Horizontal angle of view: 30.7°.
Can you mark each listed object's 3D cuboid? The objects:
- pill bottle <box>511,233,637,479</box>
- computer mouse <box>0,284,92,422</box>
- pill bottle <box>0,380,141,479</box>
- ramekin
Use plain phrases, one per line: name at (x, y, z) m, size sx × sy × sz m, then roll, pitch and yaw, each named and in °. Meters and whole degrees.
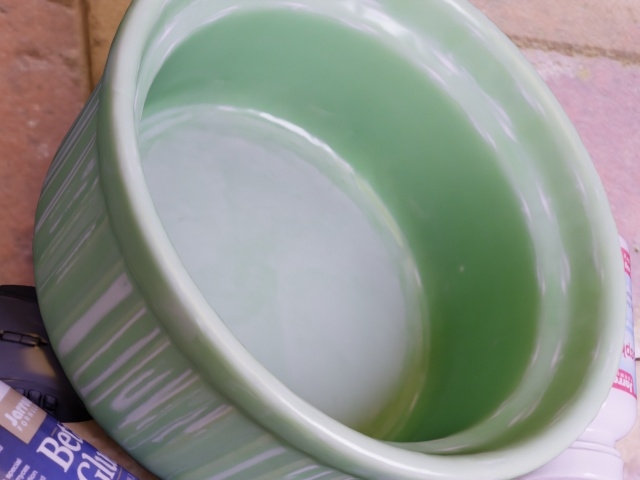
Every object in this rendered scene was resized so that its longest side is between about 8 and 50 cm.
pill bottle at (0.151, 0.075, 0.722) m, size 0.087 × 0.087 × 0.160 m, roll 14°, pitch 64°, yaw -22°
computer mouse at (-0.207, 0.037, 0.582) m, size 0.242 × 0.041 × 0.071 m, roll 17°, pitch 63°, yaw -19°
pill bottle at (-0.151, 0.122, 0.542) m, size 0.169 × 0.094 × 0.094 m, roll 38°, pitch 57°, yaw -9°
ramekin at (0.000, 0.000, 0.615) m, size 0.303 × 0.148 × 0.303 m, roll 18°, pitch 55°, yaw -28°
